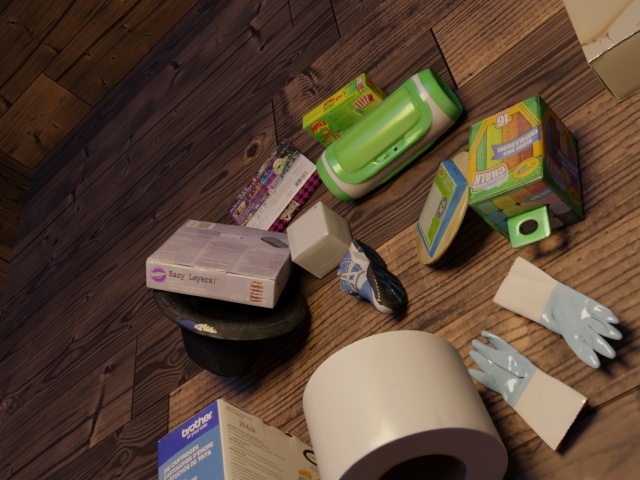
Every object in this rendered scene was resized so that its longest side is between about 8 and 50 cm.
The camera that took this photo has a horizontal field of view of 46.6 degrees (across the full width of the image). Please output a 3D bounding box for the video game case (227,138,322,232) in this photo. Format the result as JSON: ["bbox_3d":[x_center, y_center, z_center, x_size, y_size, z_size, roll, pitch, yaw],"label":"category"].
[{"bbox_3d":[-0.108,-0.111,1.753,0.232,0.042,0.210,-52,35,4],"label":"video game case"}]

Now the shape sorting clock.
[{"bbox_3d":[0.216,-0.054,1.275,0.206,0.040,0.206,-164,90,-83],"label":"shape sorting clock"}]

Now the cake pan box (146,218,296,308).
[{"bbox_3d":[-0.191,0.038,1.489,0.246,0.267,0.070,-67,-16,-70],"label":"cake pan box"}]

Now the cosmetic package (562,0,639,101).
[{"bbox_3d":[0.496,-0.395,1.222,0.160,0.113,0.309,-31,40,29],"label":"cosmetic package"}]

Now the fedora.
[{"bbox_3d":[-0.183,0.165,1.480,0.334,0.334,0.152,39,126,55],"label":"fedora"}]

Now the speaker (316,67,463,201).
[{"bbox_3d":[0.134,-0.205,1.477,0.296,0.131,0.131,-38,39,23],"label":"speaker"}]

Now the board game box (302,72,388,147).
[{"bbox_3d":[0.057,-0.285,1.659,0.181,0.092,0.043,-31,40,30],"label":"board game box"}]

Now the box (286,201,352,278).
[{"bbox_3d":[0.000,0.000,1.496,0.102,0.087,0.101,-38,38,22],"label":"box"}]

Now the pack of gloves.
[{"bbox_3d":[0.318,0.155,1.055,0.195,0.046,0.232,-63,31,9],"label":"pack of gloves"}]

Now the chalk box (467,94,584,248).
[{"bbox_3d":[0.318,-0.091,1.160,0.132,0.132,0.213,-22,46,37],"label":"chalk box"}]

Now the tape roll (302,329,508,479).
[{"bbox_3d":[0.109,0.265,1.015,0.246,0.246,0.169,-41,38,19],"label":"tape roll"}]

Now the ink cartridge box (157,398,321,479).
[{"bbox_3d":[-0.096,0.420,1.105,0.151,0.270,0.395,-36,39,20],"label":"ink cartridge box"}]

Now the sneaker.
[{"bbox_3d":[0.088,0.080,1.349,0.081,0.080,0.211,-53,25,14],"label":"sneaker"}]
